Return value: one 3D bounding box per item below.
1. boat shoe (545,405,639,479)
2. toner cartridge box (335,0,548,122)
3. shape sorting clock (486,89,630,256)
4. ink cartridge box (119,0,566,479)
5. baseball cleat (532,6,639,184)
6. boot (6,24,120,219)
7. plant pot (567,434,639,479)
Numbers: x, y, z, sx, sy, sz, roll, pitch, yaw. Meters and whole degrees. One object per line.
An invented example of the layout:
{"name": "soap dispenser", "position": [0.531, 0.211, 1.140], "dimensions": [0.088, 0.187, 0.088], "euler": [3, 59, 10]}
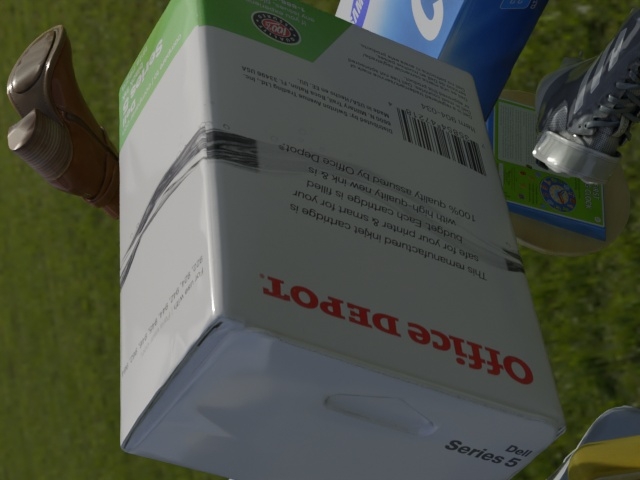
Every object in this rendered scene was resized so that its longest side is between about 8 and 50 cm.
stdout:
{"name": "boat shoe", "position": [0.248, 0.307, 1.425], "dimensions": [0.113, 0.306, 0.105], "euler": [33, 167, 12]}
{"name": "toner cartridge box", "position": [0.107, -0.226, 1.009], "dimensions": [0.347, 0.075, 0.165], "euler": [112, 146, -51]}
{"name": "shape sorting clock", "position": [0.225, -0.070, 1.381], "dimensions": [0.040, 0.206, 0.206], "euler": [117, 139, -51]}
{"name": "ink cartridge box", "position": [0.000, 0.000, 0.732], "dimensions": [0.114, 0.198, 0.272], "euler": [-51, 32, 36]}
{"name": "baseball cleat", "position": [0.217, -0.098, 0.939], "dimensions": [0.206, 0.072, 0.109], "euler": [144, 138, -66]}
{"name": "boot", "position": [-0.262, -0.125, 1.451], "dimensions": [0.073, 0.152, 0.197], "euler": [-23, 47, 30]}
{"name": "plant pot", "position": [0.261, 0.214, 0.869], "dimensions": [0.187, 0.212, 0.212], "euler": [-118, 18, -83]}
